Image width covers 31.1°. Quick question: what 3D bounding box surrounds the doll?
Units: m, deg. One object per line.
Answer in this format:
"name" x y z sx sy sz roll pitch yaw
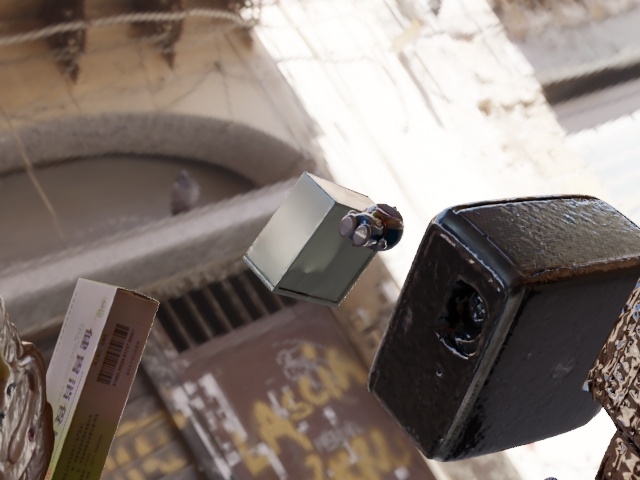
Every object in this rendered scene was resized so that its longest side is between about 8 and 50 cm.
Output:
"doll" 0.095 -0.022 2.026 0.152 0.114 0.085 -6 -53 -57

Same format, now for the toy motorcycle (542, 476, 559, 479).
"toy motorcycle" 0.483 0.599 2.397 0.114 0.205 0.076 -38 -42 28

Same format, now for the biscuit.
"biscuit" -0.325 0.179 1.172 0.044 0.186 0.295 8 -26 10

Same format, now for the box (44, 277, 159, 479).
"box" -0.292 0.181 1.420 0.062 0.260 0.175 22 -7 -26

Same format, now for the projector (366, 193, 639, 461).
"projector" 0.329 0.135 1.910 0.405 0.242 0.395 -6 -53 -36

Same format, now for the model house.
"model house" 0.432 0.202 1.281 0.297 0.283 0.317 15 -81 -61

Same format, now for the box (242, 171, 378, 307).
"box" 0.000 0.000 2.336 0.225 0.117 0.225 18 -68 -52
